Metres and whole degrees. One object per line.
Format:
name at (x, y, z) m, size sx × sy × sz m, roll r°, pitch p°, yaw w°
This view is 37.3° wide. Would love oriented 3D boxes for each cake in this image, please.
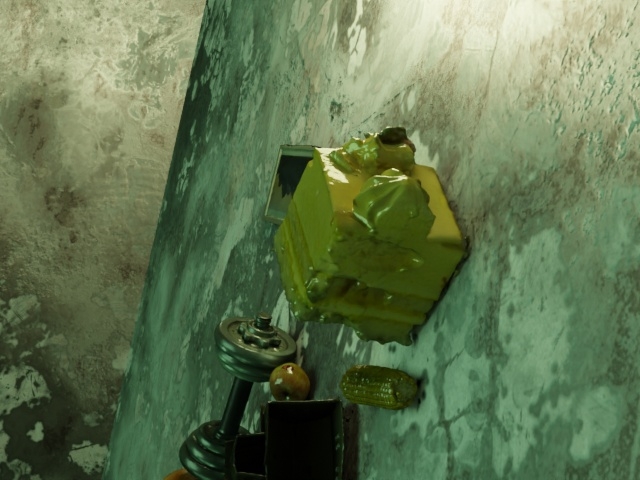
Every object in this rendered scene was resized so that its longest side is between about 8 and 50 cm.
cake at (0.084, -0.018, 1.459) m, size 0.227 × 0.222 × 0.286 m, roll -107°, pitch 36°, yaw -48°

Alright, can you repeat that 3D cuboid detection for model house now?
model house at (-0.071, 0.403, 1.693) m, size 0.243 × 0.204 × 0.211 m, roll 107°, pitch 165°, yaw -66°

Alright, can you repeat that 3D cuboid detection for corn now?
corn at (0.090, 0.233, 1.517) m, size 0.207 × 0.068 × 0.068 m, roll 165°, pitch 115°, yaw -67°

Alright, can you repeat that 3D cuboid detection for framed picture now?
framed picture at (-0.067, -0.125, 2.174) m, size 0.265 × 0.018 × 0.192 m, roll -165°, pitch 88°, yaw -69°

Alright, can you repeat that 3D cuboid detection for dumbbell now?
dumbbell at (-0.173, 0.336, 1.975) m, size 0.179 × 0.179 × 0.406 m, roll -129°, pitch 54°, yaw -63°

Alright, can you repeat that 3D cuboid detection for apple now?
apple at (-0.059, 0.281, 1.854) m, size 0.084 × 0.084 × 0.071 m, roll -60°, pitch 0°, yaw 39°

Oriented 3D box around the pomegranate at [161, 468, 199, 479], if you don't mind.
pomegranate at (-0.279, 0.606, 2.074) m, size 0.209 × 0.209 × 0.209 m, roll -168°, pitch 90°, yaw -69°
